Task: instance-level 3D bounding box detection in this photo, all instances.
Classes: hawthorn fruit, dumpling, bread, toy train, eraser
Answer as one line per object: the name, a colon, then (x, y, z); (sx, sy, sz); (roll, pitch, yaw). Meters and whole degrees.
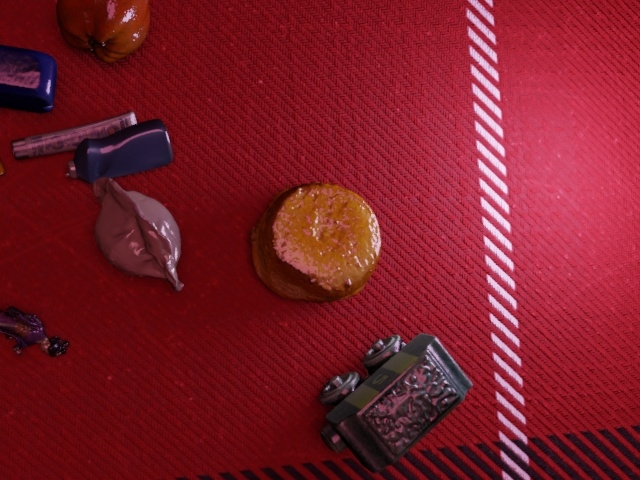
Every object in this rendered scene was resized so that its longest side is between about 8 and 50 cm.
hawthorn fruit: (-0.401, -0.434, 1.692); (0.189, 0.189, 0.189); (1, 85, -14)
dumpling: (-0.334, -0.013, 1.664); (0.147, 0.193, 0.258); (-37, 92, -19)
bread: (0.000, 0.000, 1.775); (0.269, 0.146, 0.268); (2, 82, -16)
toy train: (0.133, 0.300, 1.738); (0.299, 0.238, 0.167); (-41, 99, -13)
eraser: (-0.650, -0.309, 1.624); (0.332, 0.155, 0.101); (7, 83, -14)

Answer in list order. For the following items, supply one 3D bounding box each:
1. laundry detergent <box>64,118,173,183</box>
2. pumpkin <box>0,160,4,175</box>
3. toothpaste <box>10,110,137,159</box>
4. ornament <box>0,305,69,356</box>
laundry detergent: (-0.390, -0.163, 1.722); (0.206, 0.061, 0.096); (-19, 134, -13)
pumpkin: (-0.715, -0.125, 1.576); (0.281, 0.190, 0.139); (-29, 92, -15)
toothpaste: (-0.467, -0.196, 1.723); (0.239, 0.039, 0.062); (-14, 104, -16)
ornament: (-0.560, 0.166, 1.649); (0.203, 0.088, 0.081); (37, 55, -18)
